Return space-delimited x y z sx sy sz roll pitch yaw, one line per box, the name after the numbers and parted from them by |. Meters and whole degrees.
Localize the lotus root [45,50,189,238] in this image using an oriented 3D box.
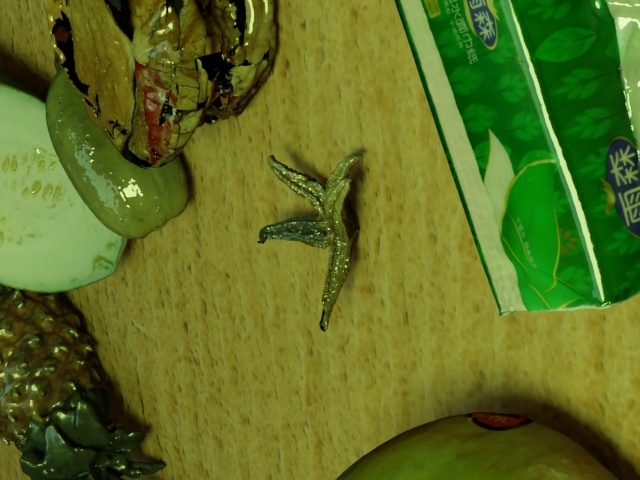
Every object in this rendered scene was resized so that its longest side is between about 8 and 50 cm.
-0.175 -0.087 1.440 0.183 0.090 0.077 63 176 12 | lotus root

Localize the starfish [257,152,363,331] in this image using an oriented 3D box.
0.004 -0.001 1.268 0.133 0.041 0.130 2 104 58 | starfish

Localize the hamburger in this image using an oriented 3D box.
-0.129 -0.170 1.308 0.231 0.107 0.231 41 143 41 | hamburger

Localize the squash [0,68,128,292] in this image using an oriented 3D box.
-0.310 -0.060 1.568 0.260 0.189 0.189 38 138 45 | squash

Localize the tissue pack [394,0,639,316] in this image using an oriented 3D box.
0.151 -0.084 0.897 0.156 0.148 0.209 -8 101 58 | tissue pack

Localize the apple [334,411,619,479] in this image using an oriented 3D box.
0.103 0.232 1.121 0.261 0.194 0.261 44 148 38 | apple

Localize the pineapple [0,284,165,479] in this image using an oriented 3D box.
-0.245 0.179 1.680 0.310 0.141 0.170 50 144 13 | pineapple
